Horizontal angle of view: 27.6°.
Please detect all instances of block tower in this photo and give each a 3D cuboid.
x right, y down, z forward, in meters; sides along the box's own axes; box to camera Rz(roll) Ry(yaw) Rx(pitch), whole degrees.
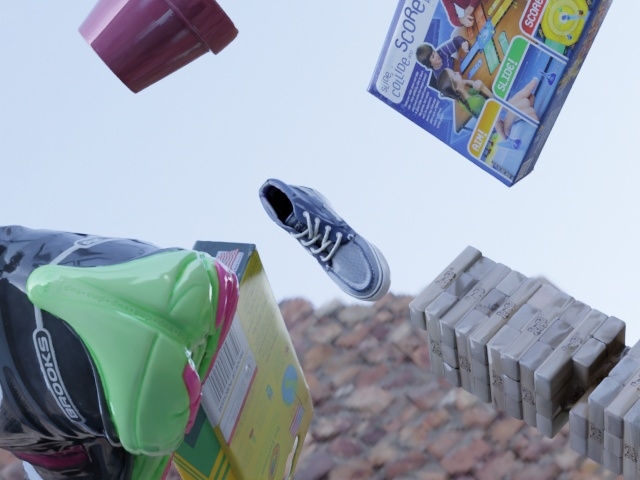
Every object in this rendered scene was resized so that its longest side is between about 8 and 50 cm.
[{"bbox_3d":[0.237,0.126,1.113,0.091,0.335,0.097,-42,-37,-27],"label":"block tower"}]

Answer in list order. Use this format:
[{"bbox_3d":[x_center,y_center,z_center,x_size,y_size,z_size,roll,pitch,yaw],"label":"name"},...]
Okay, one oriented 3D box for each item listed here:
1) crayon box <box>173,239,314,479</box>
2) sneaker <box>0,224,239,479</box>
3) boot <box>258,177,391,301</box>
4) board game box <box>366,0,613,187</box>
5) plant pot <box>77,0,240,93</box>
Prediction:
[{"bbox_3d":[-0.099,0.180,1.484,0.318,0.081,0.202,73,-152,-43],"label":"crayon box"},{"bbox_3d":[-0.191,0.096,0.998,0.483,0.202,0.185,119,172,-63],"label":"sneaker"},{"bbox_3d":[0.000,0.000,1.526,0.086,0.190,0.069,17,-67,-50],"label":"boot"},{"bbox_3d":[0.119,-0.154,0.895,0.035,0.136,0.201,-32,-28,-45],"label":"board game box"},{"bbox_3d":[-0.249,-0.322,1.922,0.180,0.201,0.201,-42,-33,1],"label":"plant pot"}]
